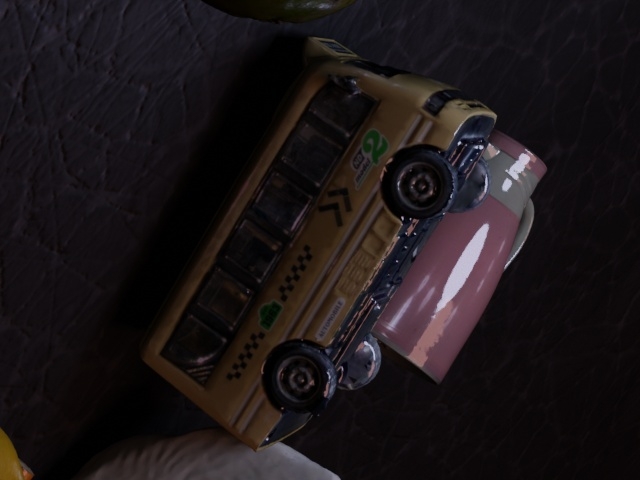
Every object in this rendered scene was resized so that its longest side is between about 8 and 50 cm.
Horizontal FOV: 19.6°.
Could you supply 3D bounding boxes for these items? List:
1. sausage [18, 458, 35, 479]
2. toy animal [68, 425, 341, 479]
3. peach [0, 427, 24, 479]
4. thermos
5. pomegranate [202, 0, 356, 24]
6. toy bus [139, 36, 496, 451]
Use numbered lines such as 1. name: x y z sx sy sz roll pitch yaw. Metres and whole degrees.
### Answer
1. sausage: -0.309 0.244 1.696 0.107 0.031 0.031 -47 148 -10
2. toy animal: -0.151 0.310 1.784 0.308 0.266 0.188 -61 168 -7
3. peach: -0.349 0.235 1.502 0.251 0.153 0.251 -45 168 -12
4. thermos: 0.141 0.010 1.959 0.265 0.146 0.176 -55 143 -7
5. pomegranate: -0.032 -0.280 1.428 0.187 0.187 0.225 -8 100 -49
6. toy bus: 0.000 0.000 1.691 0.365 0.202 0.177 -58 168 12
